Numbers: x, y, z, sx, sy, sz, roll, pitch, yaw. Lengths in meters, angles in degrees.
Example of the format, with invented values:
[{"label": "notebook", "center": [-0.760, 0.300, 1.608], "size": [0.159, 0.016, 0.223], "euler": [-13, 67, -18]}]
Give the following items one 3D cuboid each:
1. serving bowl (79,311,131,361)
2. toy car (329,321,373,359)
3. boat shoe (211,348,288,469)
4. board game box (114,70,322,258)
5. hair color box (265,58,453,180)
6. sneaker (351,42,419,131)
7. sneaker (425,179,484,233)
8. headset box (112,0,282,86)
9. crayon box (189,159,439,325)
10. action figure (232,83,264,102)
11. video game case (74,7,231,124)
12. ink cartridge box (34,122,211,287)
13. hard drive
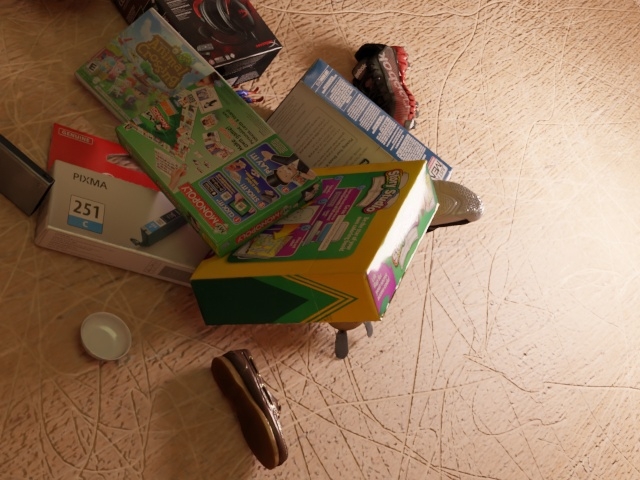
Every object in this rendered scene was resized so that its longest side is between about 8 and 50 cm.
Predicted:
[{"label": "serving bowl", "center": [-0.338, 0.154, 1.681], "size": [0.083, 0.027, 0.083], "euler": [19, 50, -24]}, {"label": "toy car", "center": [0.030, 0.111, 1.940], "size": [0.155, 0.149, 0.188], "euler": [-35, 109, -33]}, {"label": "boat shoe", "center": [-0.099, 0.266, 1.741], "size": [0.073, 0.073, 0.207], "euler": [-13, 68, -39]}, {"label": "board game box", "center": [-0.176, -0.137, 1.838], "size": [0.213, 0.046, 0.317], "euler": [-33, 60, -18]}, {"label": "hair color box", "center": [0.068, -0.175, 2.118], "size": [0.347, 0.174, 0.105], "euler": [40, 43, -6]}, {"label": "sneaker", "center": [0.133, -0.325, 2.332], "size": [0.135, 0.097, 0.276], "euler": [15, 49, -28]}, {"label": "sneaker", "center": [0.176, -0.030, 2.043], "size": [0.269, 0.153, 0.101], "euler": [1, 45, 12]}, {"label": "headset box", "center": [-0.250, -0.439, 2.122], "size": [0.218, 0.110, 0.293], "euler": [-26, 77, -44]}, {"label": "crayon box", "center": [0.000, 0.000, 1.823], "size": [0.363, 0.313, 0.106], "euler": [-58, 139, -51]}, {"label": "action figure", "center": [-0.165, -0.286, 2.134], "size": [0.115, 0.030, 0.038], "euler": [-14, 73, -40]}, {"label": "video game case", "center": [-0.303, -0.289, 1.958], "size": [0.212, 0.023, 0.193], "euler": [45, 75, 3]}, {"label": "ink cartridge box", "center": [-0.321, -0.073, 1.834], "size": [0.296, 0.066, 0.261], "euler": [17, 51, -26]}, {"label": "hard drive", "center": [-0.494, -0.111, 1.712], "size": [0.135, 0.094, 0.022], "euler": [41, 43, -4]}]
